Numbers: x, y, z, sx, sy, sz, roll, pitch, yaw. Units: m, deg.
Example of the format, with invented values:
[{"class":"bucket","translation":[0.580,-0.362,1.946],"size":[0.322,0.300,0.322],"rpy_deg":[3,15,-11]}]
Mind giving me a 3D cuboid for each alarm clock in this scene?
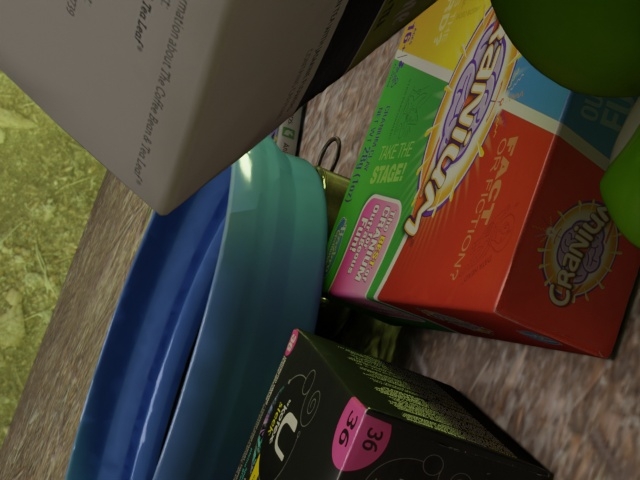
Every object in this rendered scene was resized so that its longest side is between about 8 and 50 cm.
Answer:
[{"class":"alarm clock","translation":[0.000,0.000,1.167],"size":[0.129,0.064,0.192],"rpy_deg":[128,155,-49]}]

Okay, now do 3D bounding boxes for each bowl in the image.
[{"class":"bowl","translation":[-0.096,0.107,1.106],"size":[0.391,0.077,0.391],"rpy_deg":[-162,90,-76]}]

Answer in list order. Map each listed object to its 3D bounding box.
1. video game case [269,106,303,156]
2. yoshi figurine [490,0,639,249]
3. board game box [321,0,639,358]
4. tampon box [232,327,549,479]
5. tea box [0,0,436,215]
[{"class":"video game case","translation":[-0.075,-0.012,1.536],"size":[0.212,0.023,0.193],"rpy_deg":[126,160,-46]},{"class":"yoshi figurine","translation":[0.162,-0.170,0.563],"size":[0.203,0.204,0.362],"rpy_deg":[-98,25,-57]},{"class":"board game box","translation":[0.103,-0.067,0.890],"size":[0.316,0.064,0.242],"rpy_deg":[178,113,-74]},{"class":"tampon box","translation":[0.025,0.132,0.818],"size":[0.161,0.101,0.120],"rpy_deg":[-141,72,-74]},{"class":"tea box","translation":[0.005,-0.244,0.599],"size":[0.323,0.220,0.329],"rpy_deg":[-39,-13,-32]}]
